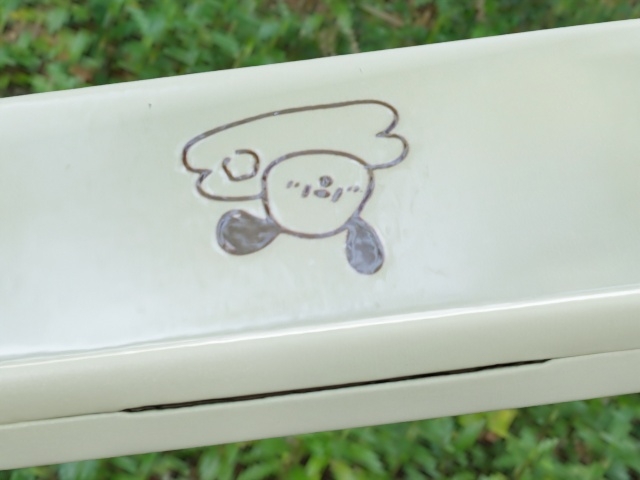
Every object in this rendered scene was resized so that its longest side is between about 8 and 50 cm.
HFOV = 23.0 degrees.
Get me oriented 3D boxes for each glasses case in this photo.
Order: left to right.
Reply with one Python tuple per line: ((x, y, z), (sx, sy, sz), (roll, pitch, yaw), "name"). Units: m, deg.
((0.000, 0.000, 0.586), (0.313, 0.070, 0.131), (-7, 53, 2), "glasses case")
